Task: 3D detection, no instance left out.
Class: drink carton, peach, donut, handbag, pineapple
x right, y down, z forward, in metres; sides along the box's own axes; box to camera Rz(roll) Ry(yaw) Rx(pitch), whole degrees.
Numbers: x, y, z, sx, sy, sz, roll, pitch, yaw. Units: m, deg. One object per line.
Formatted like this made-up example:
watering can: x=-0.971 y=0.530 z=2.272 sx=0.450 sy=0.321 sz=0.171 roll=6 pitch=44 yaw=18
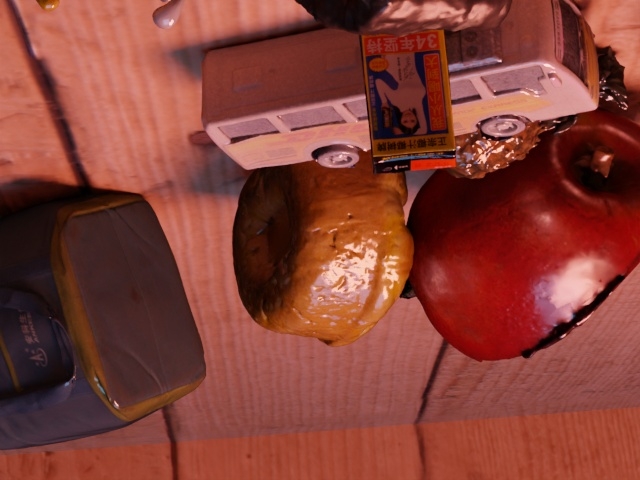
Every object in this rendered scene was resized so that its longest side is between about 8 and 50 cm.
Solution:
drink carton: x=0.069 y=-0.140 z=1.536 sx=0.071 sy=0.166 sz=0.056 roll=-5 pitch=164 yaw=4
peach: x=0.204 y=-0.017 z=1.931 sx=0.258 sy=0.201 sz=0.361 roll=-44 pitch=-177 yaw=-30
donut: x=0.000 y=0.000 z=1.945 sx=0.128 sy=0.209 sz=0.261 roll=3 pitch=158 yaw=-22
handbag: x=-0.289 y=0.091 z=2.078 sx=0.241 sy=0.263 sz=0.222 roll=-18 pitch=-175 yaw=32
pineapple: x=0.194 y=-0.130 z=1.764 sx=0.197 sy=0.108 sz=0.108 roll=-19 pitch=163 yaw=2

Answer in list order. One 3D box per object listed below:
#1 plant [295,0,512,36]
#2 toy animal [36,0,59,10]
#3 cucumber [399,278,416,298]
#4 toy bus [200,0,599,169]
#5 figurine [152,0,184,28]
plant: x=0.112 y=-0.230 z=1.293 sx=0.274 sy=0.149 sz=0.146 roll=-15 pitch=-148 yaw=-25
toy animal: x=-0.166 y=-0.234 z=1.312 sx=0.070 sy=0.083 sz=0.159 roll=-2 pitch=157 yaw=-39
cucumber: x=0.132 y=0.044 z=2.426 sx=0.053 sy=0.053 sz=0.181 roll=3 pitch=164 yaw=-25
toy bus: x=0.067 y=-0.144 z=1.666 sx=0.342 sy=0.097 sz=0.138 roll=-9 pitch=157 yaw=21
figurine: x=-0.102 y=-0.210 z=1.411 sx=0.086 sy=0.094 sz=0.082 roll=-36 pitch=115 yaw=10
